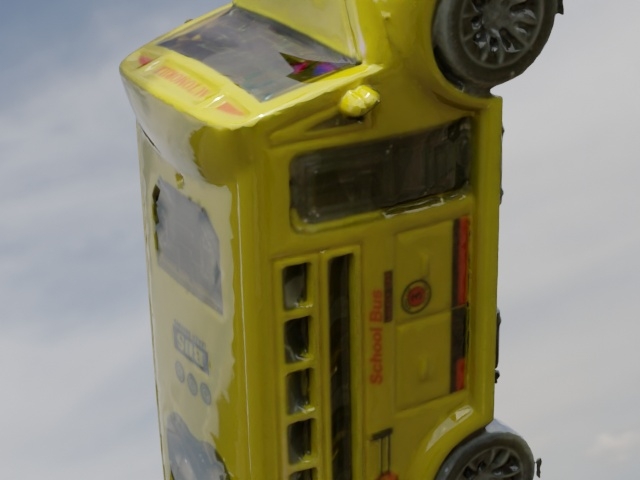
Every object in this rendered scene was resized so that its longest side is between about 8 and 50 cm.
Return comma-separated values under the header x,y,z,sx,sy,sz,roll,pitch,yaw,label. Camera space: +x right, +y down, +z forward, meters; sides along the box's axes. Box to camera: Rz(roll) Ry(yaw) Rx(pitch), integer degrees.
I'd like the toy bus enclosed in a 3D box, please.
x,y,z,sx,sy,sz,roll,pitch,yaw,label
0.000,0.000,0.707,0.152,0.330,0.144,-15,27,-27,toy bus
